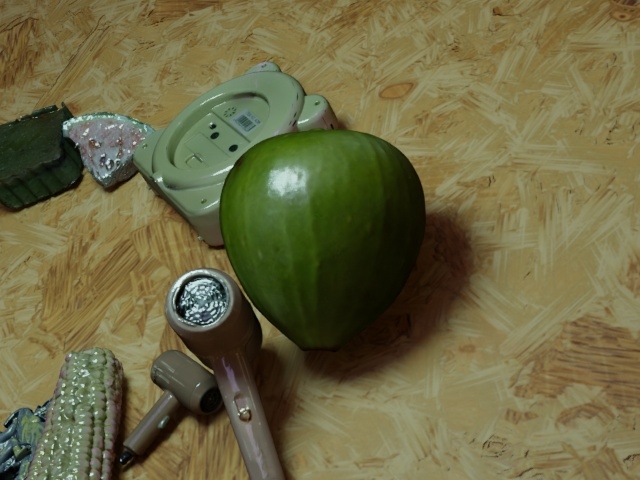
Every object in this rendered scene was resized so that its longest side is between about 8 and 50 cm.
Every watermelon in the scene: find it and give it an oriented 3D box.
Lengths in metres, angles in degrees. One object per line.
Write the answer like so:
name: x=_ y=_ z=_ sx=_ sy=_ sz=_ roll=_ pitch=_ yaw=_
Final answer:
watermelon: x=-0.387 y=-0.157 z=2.192 sx=0.187 sy=0.071 sz=0.139 roll=7 pitch=67 yaw=11

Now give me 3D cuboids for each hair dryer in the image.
hair dryer: x=-0.227 y=0.254 z=1.732 sx=0.117 sy=0.064 sz=0.182 roll=29 pitch=77 yaw=43
hair dryer: x=-0.102 y=0.212 z=1.592 sx=0.106 sy=0.189 sz=0.344 roll=-21 pitch=68 yaw=-2

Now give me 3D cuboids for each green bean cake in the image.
green bean cake: x=-0.541 y=-0.156 z=2.268 sx=0.181 sy=0.094 sz=0.173 roll=-21 pitch=44 yaw=11

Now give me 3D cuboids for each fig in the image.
fig: x=0.000 y=0.000 z=1.675 sx=0.316 sy=0.316 sz=0.316 roll=-17 pitch=45 yaw=17

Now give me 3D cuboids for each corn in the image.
corn: x=-0.345 y=0.294 z=1.722 sx=0.126 sy=0.127 sz=0.335 roll=-14 pitch=42 yaw=20

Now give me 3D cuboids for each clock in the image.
clock: x=-0.142 y=-0.159 z=2.025 sx=0.309 sy=0.114 sz=0.284 roll=-39 pitch=41 yaw=-10

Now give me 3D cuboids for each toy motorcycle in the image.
toy motorcycle: x=-0.449 y=0.312 z=1.800 sx=0.124 sy=0.061 sz=0.193 roll=-6 pitch=42 yaw=18
